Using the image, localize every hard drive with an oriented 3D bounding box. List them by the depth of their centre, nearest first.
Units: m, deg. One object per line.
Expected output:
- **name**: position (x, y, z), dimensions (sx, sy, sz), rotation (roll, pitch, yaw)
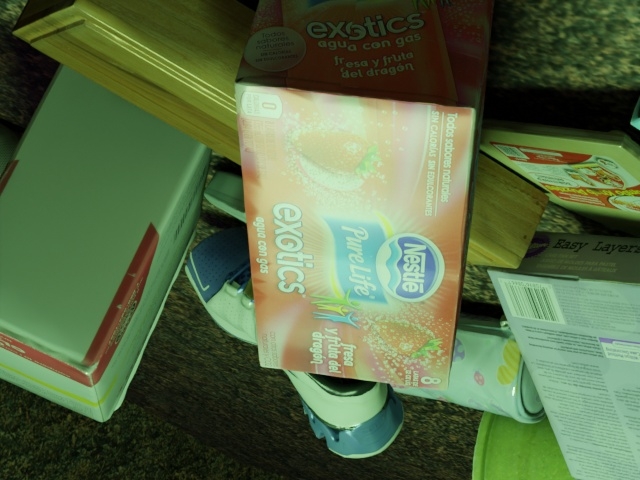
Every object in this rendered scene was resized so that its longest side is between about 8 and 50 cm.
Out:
- **hard drive**: position (0.000, 0.000, 1.365), dimensions (0.203, 0.040, 0.307), rotation (29, 178, -13)

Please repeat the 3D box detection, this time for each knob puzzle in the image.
- **knob puzzle**: position (0.220, -0.049, 1.086), dimensions (0.213, 0.030, 0.213), rotation (24, 170, 4)

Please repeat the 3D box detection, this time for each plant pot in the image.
- **plant pot**: position (0.353, 0.283, 1.633), dimensions (0.254, 0.276, 0.276), rotation (-5, 150, 36)

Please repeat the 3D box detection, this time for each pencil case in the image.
- **pencil case**: position (0.143, 0.127, 1.616), dimensions (0.273, 0.113, 0.124), rotation (9, 146, 39)

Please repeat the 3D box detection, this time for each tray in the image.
- **tray**: position (-0.034, -0.100, 1.148), dimensions (0.411, 0.076, 0.203), rotation (30, 170, -22)

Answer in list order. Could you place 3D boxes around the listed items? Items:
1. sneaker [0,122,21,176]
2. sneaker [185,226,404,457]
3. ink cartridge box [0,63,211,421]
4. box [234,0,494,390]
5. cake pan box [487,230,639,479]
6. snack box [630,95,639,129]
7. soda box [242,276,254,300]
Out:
- **sneaker**: position (-0.444, -0.122, 1.611), dimensions (0.252, 0.103, 0.111), rotation (22, 165, 0)
- **sneaker**: position (-0.022, 0.076, 1.547), dimensions (0.315, 0.127, 0.182), rotation (47, 161, 28)
- **ink cartridge box**: position (-0.238, 0.014, 1.454), dimensions (0.160, 0.279, 0.385), rotation (23, 164, 0)
- **box**: position (0.033, -0.047, 0.947), dimensions (0.142, 0.154, 0.300), rotation (7, 142, 6)
- **cake pan box**: position (0.284, 0.111, 1.161), dimensions (0.267, 0.070, 0.246), rotation (3, 127, 45)
- **snack box**: position (0.347, -0.076, 0.789), dimensions (0.187, 0.060, 0.322), rotation (27, 163, -18)
- **soda box**: position (-0.018, 0.044, 1.239), dimensions (0.061, 0.058, 0.181), rotation (30, 179, -12)
